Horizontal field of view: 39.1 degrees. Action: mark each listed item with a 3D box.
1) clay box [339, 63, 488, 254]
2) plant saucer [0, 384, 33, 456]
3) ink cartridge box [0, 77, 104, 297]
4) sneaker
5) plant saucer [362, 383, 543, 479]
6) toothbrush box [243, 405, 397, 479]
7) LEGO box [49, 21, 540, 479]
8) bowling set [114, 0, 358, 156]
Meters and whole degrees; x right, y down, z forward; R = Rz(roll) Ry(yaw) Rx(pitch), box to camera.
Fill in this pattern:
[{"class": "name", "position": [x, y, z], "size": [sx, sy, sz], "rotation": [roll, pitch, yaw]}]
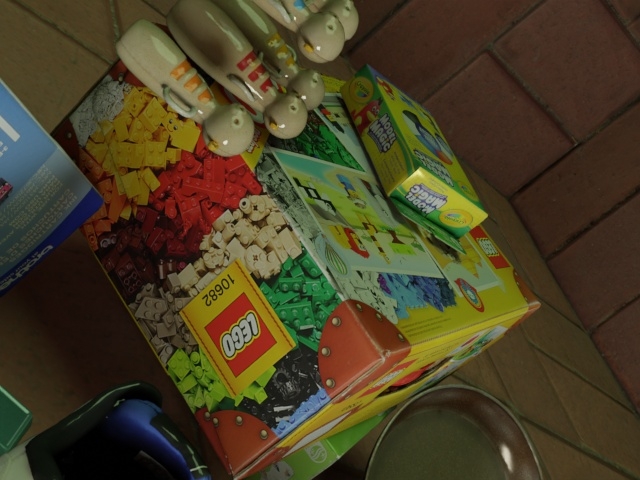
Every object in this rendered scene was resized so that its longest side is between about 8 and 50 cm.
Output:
[{"class": "clay box", "position": [0.107, -0.091, 1.012], "size": [0.127, 0.053, 0.222], "rotation": [28, 28, -40]}, {"class": "plant saucer", "position": [-0.318, 0.103, 0.745], "size": [0.192, 0.018, 0.067], "rotation": [47, 20, -13]}, {"class": "ink cartridge box", "position": [-0.331, -0.106, 0.699], "size": [0.270, 0.151, 0.395], "rotation": [45, -8, 9]}, {"class": "sneaker", "position": [-0.147, 0.192, 0.585], "size": [0.127, 0.182, 0.315], "rotation": [59, -5, 20]}, {"class": "plant saucer", "position": [0.160, 0.335, 1.113], "size": [0.310, 0.050, 0.311], "rotation": [9, 75, -34]}, {"class": "toothbrush box", "position": [-0.064, 0.140, 1.071], "size": [0.283, 0.122, 0.206], "rotation": [53, 21, 10]}, {"class": "LEGO box", "position": [0.000, 0.000, 0.995], "size": [0.372, 0.193, 0.500], "rotation": [55, 23, 15]}, {"class": "bowling set", "position": [-0.024, -0.189, 0.761], "size": [0.154, 0.200, 0.287], "rotation": [45, 27, -10]}]
